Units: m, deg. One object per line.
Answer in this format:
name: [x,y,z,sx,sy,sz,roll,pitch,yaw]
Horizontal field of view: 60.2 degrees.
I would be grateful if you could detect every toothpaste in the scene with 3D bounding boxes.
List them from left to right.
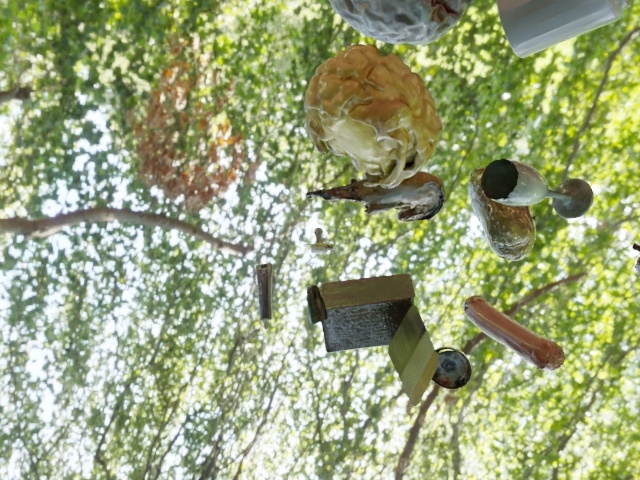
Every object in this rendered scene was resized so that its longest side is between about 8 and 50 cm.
toothpaste: [-0.162,0.163,1.617,0.057,0.197,0.035,-10,162,21]

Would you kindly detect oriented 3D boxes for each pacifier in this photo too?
pacifier: [0.000,0.000,1.330,0.083,0.064,0.068,-6,172,41]

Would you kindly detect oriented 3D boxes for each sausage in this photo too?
sausage: [0.557,0.269,1.657,0.094,0.094,0.419,28,-175,-27]

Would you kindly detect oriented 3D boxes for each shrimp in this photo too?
shrimp: [0.106,-0.068,1.051,0.262,0.117,0.066,-8,-150,14]

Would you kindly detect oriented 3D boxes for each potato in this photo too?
potato: [0.491,-0.086,1.504,0.191,0.141,0.296,52,-163,-54]

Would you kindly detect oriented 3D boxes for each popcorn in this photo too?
popcorn: [0.081,-0.211,0.931,0.250,0.190,0.250,46,173,7]

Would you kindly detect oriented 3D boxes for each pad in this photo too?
pad: [0.227,0.354,1.376,0.055,0.250,0.323,-9,-143,25]

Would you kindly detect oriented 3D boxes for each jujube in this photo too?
jujube: [0.156,-0.517,1.135,0.226,0.226,0.317,-6,-152,-40]

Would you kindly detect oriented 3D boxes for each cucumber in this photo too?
cucumber: [-0.012,0.164,1.442,0.048,0.048,0.105,-6,-99,-40]

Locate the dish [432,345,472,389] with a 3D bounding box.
dish: [0.404,0.381,1.713,0.141,0.141,0.078,28,-156,14]

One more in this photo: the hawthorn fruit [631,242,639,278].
hawthorn fruit: [0.724,0.042,1.085,0.202,0.185,0.185,21,-156,36]

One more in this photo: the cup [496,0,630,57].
cup: [0.720,-0.766,1.675,0.322,0.327,0.236,53,-136,-24]

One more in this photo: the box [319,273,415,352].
box: [0.136,0.202,1.571,0.274,0.143,0.184,-8,-161,5]

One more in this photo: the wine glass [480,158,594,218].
wine glass: [0.415,-0.089,1.248,0.310,0.264,0.096,5,-106,-39]
